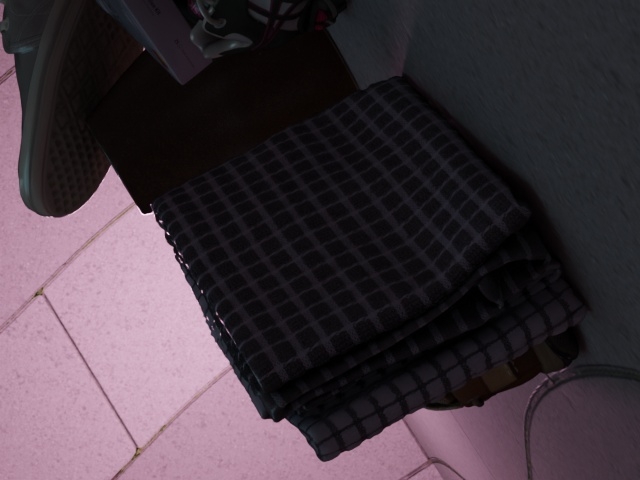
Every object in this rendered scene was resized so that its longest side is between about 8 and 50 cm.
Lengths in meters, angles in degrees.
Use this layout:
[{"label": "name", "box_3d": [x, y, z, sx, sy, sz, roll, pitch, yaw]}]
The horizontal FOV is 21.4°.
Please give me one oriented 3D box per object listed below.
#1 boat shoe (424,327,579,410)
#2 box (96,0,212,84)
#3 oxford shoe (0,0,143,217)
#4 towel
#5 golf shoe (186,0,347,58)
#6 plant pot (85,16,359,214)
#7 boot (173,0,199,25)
[{"label": "boat shoe", "box_3d": [0.115, 0.078, 1.399, 0.122, 0.120, 0.324, 58, 175, 4]}, {"label": "box", "box_3d": [-0.178, -0.229, 1.458, 0.186, 0.038, 0.145, 46, 173, 49]}, {"label": "oxford shoe", "box_3d": [-0.256, -0.247, 1.680, 0.169, 0.130, 0.449, 10, -95, -71]}, {"label": "towel", "box_3d": [0.021, 0.006, 1.237, 0.284, 0.235, 0.121, 51, 166, 54]}, {"label": "golf shoe", "box_3d": [-0.049, -0.206, 1.277, 0.105, 0.120, 0.273, 58, 174, 15]}, {"label": "plant pot", "box_3d": [-0.101, -0.129, 1.625, 0.215, 0.230, 0.215, 57, 175, 8]}, {"label": "boot", "box_3d": [-0.185, -0.400, 1.401, 0.367, 0.146, 0.445, 58, 180, 27]}]
